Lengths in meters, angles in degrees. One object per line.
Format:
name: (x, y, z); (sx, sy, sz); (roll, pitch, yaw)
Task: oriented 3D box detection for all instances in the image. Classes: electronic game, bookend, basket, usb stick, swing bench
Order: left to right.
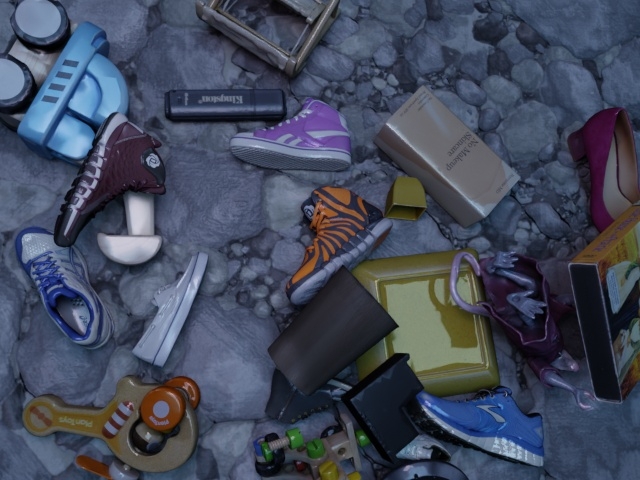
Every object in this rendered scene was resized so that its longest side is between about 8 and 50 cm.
usb stick: (-0.216, -0.313, 1.379); (0.278, 0.045, 0.077); (-3, 81, -9)
swing bench: (-0.110, -0.534, 1.379); (0.253, 0.165, 0.255); (33, 82, -2)
basket: (0.020, 0.188, 1.197); (0.227, 0.204, 0.154); (-43, 53, -1)
bookend: (0.152, 0.338, 1.221); (0.157, 0.072, 0.156); (-36, 90, -17)
electronic game: (0.212, 0.557, 1.251); (0.229, 0.048, 0.229); (-2, 106, -5)

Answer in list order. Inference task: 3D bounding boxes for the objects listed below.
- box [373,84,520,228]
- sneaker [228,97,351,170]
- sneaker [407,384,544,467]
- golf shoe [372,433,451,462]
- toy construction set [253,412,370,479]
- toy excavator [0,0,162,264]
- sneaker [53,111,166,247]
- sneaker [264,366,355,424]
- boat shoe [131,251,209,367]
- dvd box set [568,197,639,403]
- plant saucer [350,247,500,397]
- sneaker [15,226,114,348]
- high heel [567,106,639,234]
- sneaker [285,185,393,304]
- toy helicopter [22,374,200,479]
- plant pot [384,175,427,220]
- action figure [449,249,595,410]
box: (0.290, -0.191, 1.395); (0.311, 0.121, 0.148); (42, 76, 1)
sneaker: (-0.069, -0.250, 1.369); (0.282, 0.102, 0.161); (3, 76, -19)
sneaker: (0.342, 0.381, 1.311); (0.330, 0.130, 0.147); (22, 69, -12)
golf shoe: (0.197, 0.436, 1.266); (0.176, 0.086, 0.069); (15, 81, -22)
toy construction set: (0.024, 0.492, 1.177); (0.237, 0.257, 0.309); (-15, 82, -21)
toy excavator: (-0.477, -0.215, 1.253); (0.445, 0.222, 0.433); (26, 78, -12)
sneaker: (-0.388, -0.095, 1.158); (0.162, 0.106, 0.281); (27, 78, -29)
sneaker: (-0.004, 0.348, 1.281); (0.222, 0.083, 0.118); (17, 82, 5)
boat shoe: (-0.315, 0.134, 1.258); (0.084, 0.095, 0.258); (24, 76, -8)
dvd box set: (0.673, 0.107, 1.284); (0.420, 0.062, 0.307); (-27, 107, -39)
plant saucer: (0.240, 0.189, 1.341); (0.333, 0.081, 0.333); (-6, 81, -10)
sneaker: (-0.524, 0.086, 1.217); (0.112, 0.131, 0.296); (-37, 86, -11)
high heel: (0.722, -0.124, 1.417); (0.127, 0.181, 0.377); (-27, 85, -13)
sneaker: (0.000, 0.000, 1.303); (0.180, 0.124, 0.321); (42, 51, 14)
toy helicopter: (-0.423, 0.386, 1.200); (0.355, 0.140, 0.235); (6, 88, 3)
plant pot: (0.197, -0.102, 1.389); (0.081, 0.081, 0.083); (6, 69, -7)
action figure: (0.453, 0.204, 1.293); (0.370, 0.276, 0.248); (49, 53, -42)
